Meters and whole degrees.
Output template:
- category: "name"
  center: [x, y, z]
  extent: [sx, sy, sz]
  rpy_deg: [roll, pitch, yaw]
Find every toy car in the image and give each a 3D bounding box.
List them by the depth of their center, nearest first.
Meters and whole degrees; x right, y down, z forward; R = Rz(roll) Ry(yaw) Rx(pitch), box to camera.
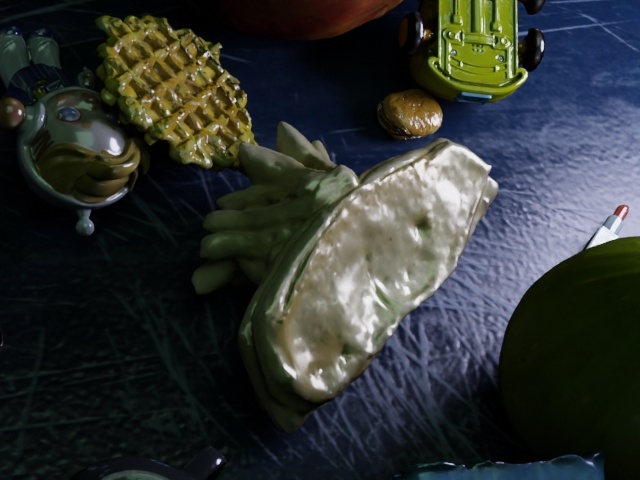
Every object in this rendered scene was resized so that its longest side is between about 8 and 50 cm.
- category: "toy car"
  center: [0.196, -0.298, 1.801]
  extent: [0.200, 0.142, 0.248]
  rpy_deg: [9, 76, -12]

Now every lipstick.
- category: "lipstick"
  center: [0.381, -0.008, 1.746]
  extent: [0.030, 0.030, 0.129]
  rpy_deg: [36, 54, 6]

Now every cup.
- category: "cup"
  center: [-0.173, 0.295, 1.268]
  extent: [0.169, 0.177, 0.223]
  rpy_deg: [39, 51, 11]

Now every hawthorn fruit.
- category: "hawthorn fruit"
  center: [-0.035, -0.404, 1.703]
  extent: [0.324, 0.308, 0.308]
  rpy_deg: [29, 52, -19]

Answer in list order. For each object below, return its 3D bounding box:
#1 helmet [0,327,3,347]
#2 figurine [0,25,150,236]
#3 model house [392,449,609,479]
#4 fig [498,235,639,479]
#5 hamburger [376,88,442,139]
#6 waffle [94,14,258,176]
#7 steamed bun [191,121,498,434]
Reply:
- category: "helmet"
  center: [-0.399, 0.117, 1.369]
  extent: [0.123, 0.070, 0.098]
  rpy_deg: [8, 46, -21]
- category: "figurine"
  center: [-0.316, -0.142, 1.539]
  extent: [0.274, 0.133, 0.194]
  rpy_deg: [41, 32, 17]
- category: "model house"
  center: [0.186, 0.372, 1.327]
  extent: [0.237, 0.215, 0.303]
  rpy_deg: [-1, 63, -21]
- category: "fig"
  center: [0.364, 0.125, 1.479]
  extent: [0.316, 0.316, 0.316]
  rpy_deg: [9, 56, -14]
- category: "hamburger"
  center: [0.120, -0.168, 1.751]
  extent: [0.083, 0.044, 0.076]
  rpy_deg: [-16, 66, -30]
- category: "waffle"
  center: [-0.170, -0.177, 1.584]
  extent: [0.237, 0.058, 0.243]
  rpy_deg: [23, 37, -44]
- category: "steamed bun"
  center: [0.000, 0.000, 1.530]
  extent: [0.428, 0.189, 0.247]
  rpy_deg: [-51, 122, -30]
